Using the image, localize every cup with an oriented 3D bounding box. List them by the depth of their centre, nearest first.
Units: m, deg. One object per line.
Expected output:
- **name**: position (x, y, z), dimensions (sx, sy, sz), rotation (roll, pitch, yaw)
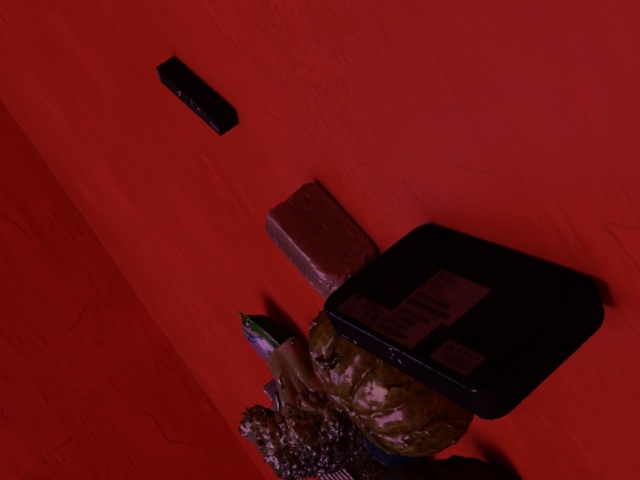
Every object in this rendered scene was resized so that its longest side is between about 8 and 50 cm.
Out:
- **cup**: position (0.156, 0.338, 1.844), dimensions (0.177, 0.131, 0.155), rotation (61, 157, 8)

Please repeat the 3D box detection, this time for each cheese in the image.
- **cheese**: position (-0.083, 0.280, 2.333), dimensions (0.320, 0.083, 0.204), rotation (47, 167, -18)

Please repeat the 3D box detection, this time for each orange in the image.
- **orange**: position (0.125, 0.202, 1.526), dimensions (0.301, 0.223, 0.300), rotation (50, 172, -2)

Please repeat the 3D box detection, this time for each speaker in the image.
- **speaker**: position (-0.228, -0.266, 1.778), dimensions (0.191, 0.046, 0.040), rotation (43, 159, 27)

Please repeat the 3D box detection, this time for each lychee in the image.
- **lychee**: position (0.164, 0.514, 2.072), dimensions (0.171, 0.171, 0.171), rotation (45, 159, 22)

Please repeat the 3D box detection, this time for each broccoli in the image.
- **broccoli**: position (-0.017, 0.381, 2.074), dimensions (0.317, 0.277, 0.338), rotation (45, 157, 42)

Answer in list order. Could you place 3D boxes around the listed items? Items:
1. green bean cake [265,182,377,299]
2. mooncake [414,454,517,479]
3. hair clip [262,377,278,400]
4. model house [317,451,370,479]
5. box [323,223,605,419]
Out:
- **green bean cake**: position (0.000, 0.000, 1.620), dimensions (0.179, 0.109, 0.085), rotation (49, 159, 13)
- **mooncake**: position (0.258, 0.499, 1.740), dimensions (0.228, 0.228, 0.124), rotation (60, 168, -19)
- **hair clip**: position (-0.037, 0.431, 2.396), dimensions (0.101, 0.085, 0.331), rotation (55, 180, 38)
- **model house**: position (0.105, 0.567, 2.249), dimensions (0.195, 0.189, 0.214), rotation (47, 159, 21)
- **box**: position (0.170, 0.087, 1.230), dimensions (0.350, 0.211, 0.058), rotation (22, 146, 55)
